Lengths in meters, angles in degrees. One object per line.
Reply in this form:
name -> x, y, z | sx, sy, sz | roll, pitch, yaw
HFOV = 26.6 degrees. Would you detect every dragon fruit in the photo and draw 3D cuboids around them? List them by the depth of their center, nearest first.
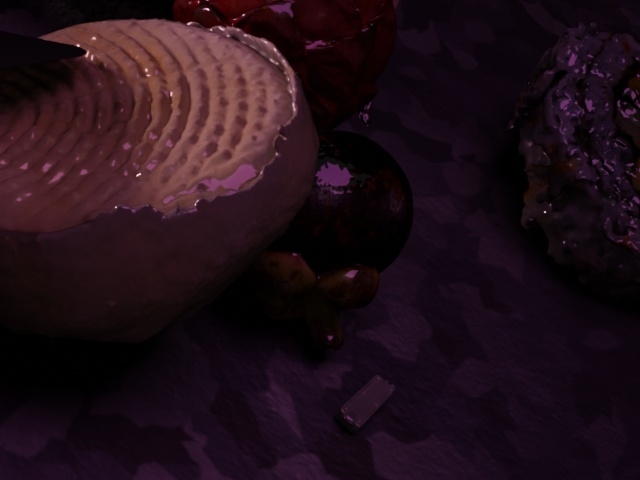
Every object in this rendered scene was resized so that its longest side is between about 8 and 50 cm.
dragon fruit -> -0.032, -0.232, 1.397 | 0.244, 0.299, 0.244 | 19, 1, 0

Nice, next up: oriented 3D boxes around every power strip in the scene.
power strip -> 0.045, 0.159, 1.322 | 0.027, 0.017, 0.083 | 44, 41, 9

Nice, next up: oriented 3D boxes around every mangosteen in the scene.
mangosteen -> 0.000, 0.000, 1.335 | 0.192, 0.192, 0.217 | 1, 74, -33

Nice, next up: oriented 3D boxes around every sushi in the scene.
sushi -> 0.401, -0.088, 1.687 | 0.417, 0.176, 0.418 | 21, 48, -24

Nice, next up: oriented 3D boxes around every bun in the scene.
bun -> -0.176, -0.042, 1.197 | 0.364, 0.202, 0.364 | -6, 39, 4

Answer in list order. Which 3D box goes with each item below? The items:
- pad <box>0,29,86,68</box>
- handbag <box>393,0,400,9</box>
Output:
pad -> -0.392, -0.160, 1.198 | 0.375, 0.063, 0.315 | 15, 21, 28
handbag -> -0.019, -0.324, 1.630 | 0.251, 0.190, 0.193 | 28, 51, -15
